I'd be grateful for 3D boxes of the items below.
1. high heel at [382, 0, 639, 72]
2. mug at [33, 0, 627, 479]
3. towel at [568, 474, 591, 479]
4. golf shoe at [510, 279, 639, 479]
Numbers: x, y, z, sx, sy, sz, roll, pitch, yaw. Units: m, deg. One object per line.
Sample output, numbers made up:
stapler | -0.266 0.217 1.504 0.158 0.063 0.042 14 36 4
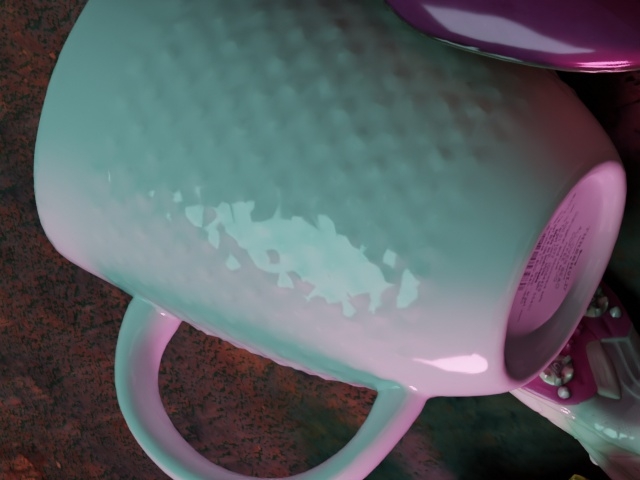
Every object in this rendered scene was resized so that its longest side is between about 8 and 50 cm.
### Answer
high heel | 0.064 -0.240 1.214 0.377 0.127 0.181 28 136 23
mug | 0.000 0.000 1.330 0.328 0.374 0.276 25 177 24
towel | 0.282 0.211 1.396 0.237 0.021 0.102 15 164 4
golf shoe | 0.202 0.116 1.443 0.306 0.115 0.140 37 152 18
